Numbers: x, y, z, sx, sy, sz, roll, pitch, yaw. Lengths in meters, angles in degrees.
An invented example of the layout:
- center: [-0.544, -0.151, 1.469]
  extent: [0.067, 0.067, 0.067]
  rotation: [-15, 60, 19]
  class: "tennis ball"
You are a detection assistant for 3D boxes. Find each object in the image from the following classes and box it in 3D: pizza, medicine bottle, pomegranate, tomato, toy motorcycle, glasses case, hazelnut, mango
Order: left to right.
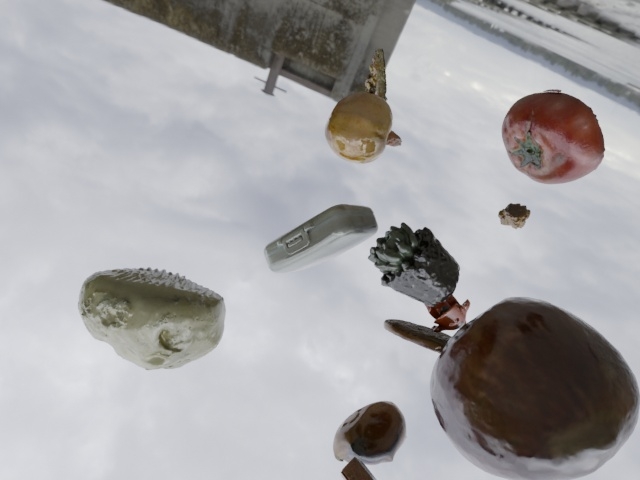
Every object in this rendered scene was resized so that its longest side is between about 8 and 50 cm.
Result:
- center: [0.000, 0.000, 1.406]
  extent: [0.282, 0.374, 0.123]
  rotation: [-1, -112, -54]
  class: "medicine bottle"
- center: [0.115, -0.325, 1.213]
  extent: [0.206, 0.207, 0.207]
  rotation: [17, -146, -12]
  class: "pomegranate"
- center: [0.180, 0.653, 1.405]
  extent: [0.201, 0.153, 0.287]
  rotation: [34, -147, 30]
  class: "mango"
- center: [0.181, -0.525, 1.364]
  extent: [0.052, 0.196, 0.185]
  rotation: [-3, -159, -11]
  class: "pizza"
- center: [0.125, 0.511, 0.764]
  extent: [0.049, 0.075, 0.218]
  rotation: [-41, -128, -11]
  class: "glasses case"
- center: [0.350, 0.164, 1.321]
  extent: [0.326, 0.148, 0.221]
  rotation: [48, -166, 7]
  class: "toy motorcycle"
- center: [0.458, 0.335, 0.923]
  extent: [0.419, 0.353, 0.421]
  rotation: [-15, -157, 7]
  class: "hazelnut"
- center: [0.479, -0.206, 0.896]
  extent: [0.085, 0.225, 0.225]
  rotation: [-40, -117, -12]
  class: "tomato"

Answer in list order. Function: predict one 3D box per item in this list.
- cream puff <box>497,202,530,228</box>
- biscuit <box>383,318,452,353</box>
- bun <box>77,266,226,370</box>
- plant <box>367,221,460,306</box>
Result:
- center: [0.816, -0.100, 1.750]
  extent: [0.121, 0.094, 0.116]
  rotation: [2, -132, 8]
  class: "cream puff"
- center: [0.355, 0.313, 1.330]
  extent: [0.317, 0.041, 0.318]
  rotation: [17, 179, 0]
  class: "biscuit"
- center: [-0.437, 0.194, 1.082]
  extent: [0.361, 0.235, 0.326]
  rotation: [20, -178, -38]
  class: "bun"
- center: [0.200, 0.046, 0.902]
  extent: [0.194, 0.129, 0.132]
  rotation: [37, -134, -9]
  class: "plant"
